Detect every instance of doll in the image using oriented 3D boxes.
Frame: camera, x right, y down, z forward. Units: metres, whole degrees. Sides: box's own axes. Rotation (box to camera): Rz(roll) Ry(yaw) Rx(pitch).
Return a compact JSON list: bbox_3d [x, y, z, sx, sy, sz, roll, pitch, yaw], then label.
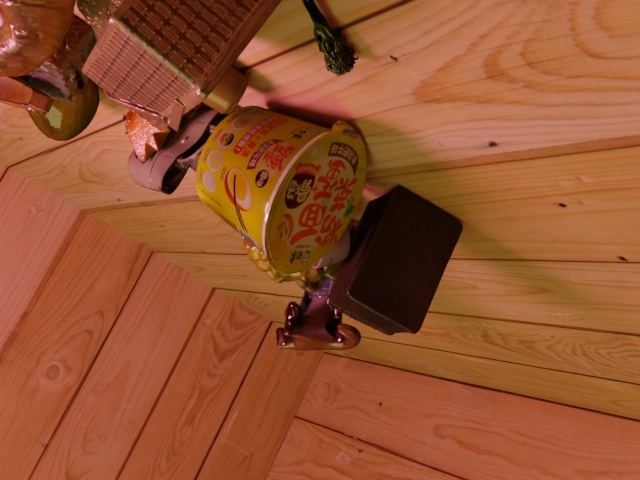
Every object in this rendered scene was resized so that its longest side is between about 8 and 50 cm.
[{"bbox_3d":[0.007,0.126,2.115,0.209,0.340,0.317,33,155,-33],"label":"doll"}]

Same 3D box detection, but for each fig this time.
[{"bbox_3d":[-0.618,-0.332,1.920,0.181,0.191,0.181,7,-162,-2],"label":"fig"}]

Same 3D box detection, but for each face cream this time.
[{"bbox_3d":[0.000,0.000,1.734,0.104,0.117,0.117,-6,175,-20],"label":"face cream"}]

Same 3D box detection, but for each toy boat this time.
[{"bbox_3d":[-0.662,-0.322,1.736,0.206,0.064,0.072,23,-178,19],"label":"toy boat"}]

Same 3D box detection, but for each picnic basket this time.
[{"bbox_3d":[-0.203,-0.306,1.208,0.175,0.228,0.313,38,163,-17],"label":"picnic basket"}]

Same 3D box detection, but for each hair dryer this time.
[{"bbox_3d":[-0.241,-0.303,1.597,0.135,0.090,0.278,28,171,-18],"label":"hair dryer"}]

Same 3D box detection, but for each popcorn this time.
[{"bbox_3d":[-0.040,-0.010,1.893,0.241,0.235,0.250,15,146,-27],"label":"popcorn"}]

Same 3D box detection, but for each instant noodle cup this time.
[{"bbox_3d":[-0.083,-0.120,1.582,0.221,0.311,0.311,30,168,28],"label":"instant noodle cup"}]

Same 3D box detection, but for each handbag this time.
[{"bbox_3d":[-0.279,-0.188,1.722,0.109,0.241,0.315,47,161,-29],"label":"handbag"}]

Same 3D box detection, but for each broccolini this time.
[{"bbox_3d":[-0.009,-0.329,1.188,0.054,0.051,0.239,26,166,37],"label":"broccolini"}]

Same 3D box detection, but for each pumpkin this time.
[{"bbox_3d":[-0.364,-0.303,1.726,0.254,0.130,0.149,62,-161,3],"label":"pumpkin"}]

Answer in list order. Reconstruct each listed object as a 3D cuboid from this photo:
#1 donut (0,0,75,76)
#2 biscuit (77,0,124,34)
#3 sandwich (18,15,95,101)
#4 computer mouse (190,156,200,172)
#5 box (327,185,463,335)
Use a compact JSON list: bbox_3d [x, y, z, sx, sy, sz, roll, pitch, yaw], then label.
[{"bbox_3d":[-0.595,-0.437,1.379,0.360,0.170,0.360,0,151,0],"label":"donut"},{"bbox_3d":[-0.365,-0.404,1.529,0.219,0.033,0.220,25,163,8],"label":"biscuit"},{"bbox_3d":[-0.625,-0.424,1.690,0.325,0.131,0.262,32,162,-27],"label":"sandwich"},{"bbox_3d":[-0.240,-0.180,1.968,0.330,0.095,0.197,22,160,15],"label":"computer mouse"},{"bbox_3d":[0.156,0.048,1.733,0.184,0.273,0.143,28,165,-10],"label":"box"}]
